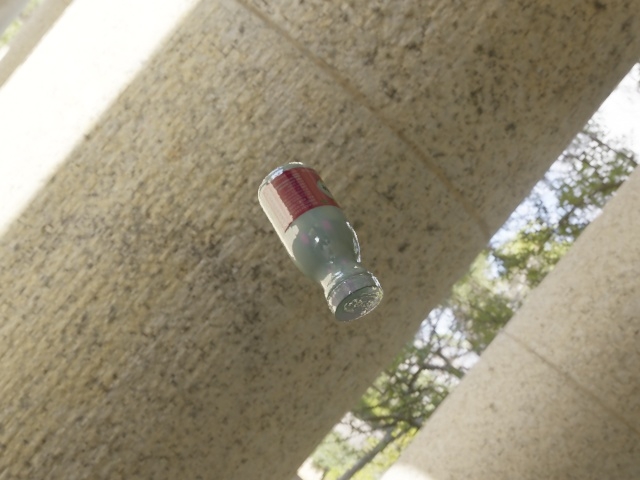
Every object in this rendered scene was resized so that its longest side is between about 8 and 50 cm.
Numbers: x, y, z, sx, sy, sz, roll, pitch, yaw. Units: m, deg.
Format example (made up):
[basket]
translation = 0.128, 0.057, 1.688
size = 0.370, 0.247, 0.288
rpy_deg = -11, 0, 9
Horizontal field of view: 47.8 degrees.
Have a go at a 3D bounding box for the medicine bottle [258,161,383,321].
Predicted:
[medicine bottle]
translation = 0.000, 0.000, 0.923
size = 0.090, 0.090, 0.216
rpy_deg = 40, 16, -55
